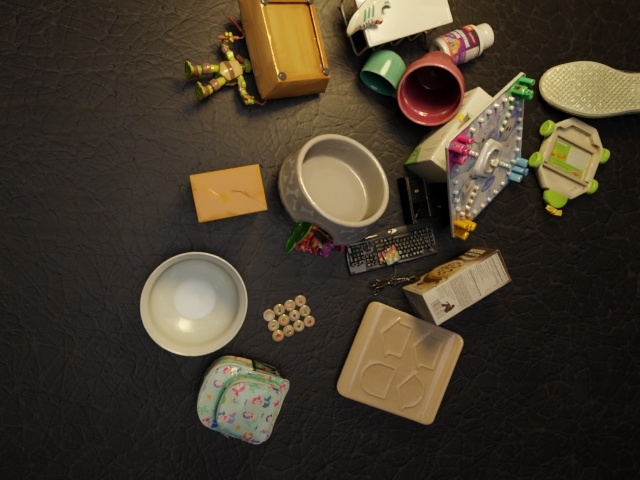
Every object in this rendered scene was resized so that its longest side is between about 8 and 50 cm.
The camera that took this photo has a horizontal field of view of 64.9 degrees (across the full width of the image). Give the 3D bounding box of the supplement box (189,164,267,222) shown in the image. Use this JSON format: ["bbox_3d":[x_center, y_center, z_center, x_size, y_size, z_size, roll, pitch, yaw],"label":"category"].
[{"bbox_3d":[-0.270,-0.133,1.453,0.191,0.194,0.129,-12,96,-12],"label":"supplement box"}]

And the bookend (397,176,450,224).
[{"bbox_3d":[0.350,-0.143,1.661,0.157,0.072,0.157,-11,95,-13],"label":"bookend"}]

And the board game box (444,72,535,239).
[{"bbox_3d":[0.531,-0.247,1.555,0.390,0.050,0.390,-42,140,-21],"label":"board game box"}]

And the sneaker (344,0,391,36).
[{"bbox_3d":[0.137,-0.628,1.417,0.075,0.057,0.161,38,83,-7],"label":"sneaker"}]

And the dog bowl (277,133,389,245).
[{"bbox_3d":[0.051,-0.163,1.506,0.348,0.102,0.349,11,63,-23],"label":"dog bowl"}]

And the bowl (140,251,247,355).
[{"bbox_3d":[-0.368,0.178,1.479,0.297,0.134,0.298,-1,92,-13],"label":"bowl"}]

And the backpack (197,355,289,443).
[{"bbox_3d":[-0.241,0.472,1.506,0.253,0.191,0.225,23,89,-8],"label":"backpack"}]

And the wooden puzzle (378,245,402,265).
[{"bbox_3d":[0.231,0.050,1.648,0.083,0.006,0.049,-27,93,-12],"label":"wooden puzzle"}]

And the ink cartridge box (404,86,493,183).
[{"bbox_3d":[0.421,-0.327,1.600,0.117,0.201,0.278,36,85,-14],"label":"ink cartridge box"}]

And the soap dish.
[{"bbox_3d":[-0.098,-0.576,1.479,0.228,0.118,0.291,-17,96,-33],"label":"soap dish"}]

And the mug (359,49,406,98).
[{"bbox_3d":[0.205,-0.530,1.588,0.129,0.158,0.098,27,86,20],"label":"mug"}]

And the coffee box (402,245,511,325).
[{"bbox_3d":[0.444,0.142,1.650,0.297,0.168,0.119,-29,99,-11],"label":"coffee box"}]

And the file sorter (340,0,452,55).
[{"bbox_3d":[0.222,-0.705,1.549,0.277,0.173,0.193,-20,98,-11],"label":"file sorter"}]

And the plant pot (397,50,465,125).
[{"bbox_3d":[0.347,-0.487,1.554,0.201,0.201,0.180,33,45,-13],"label":"plant pot"}]

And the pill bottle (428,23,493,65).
[{"bbox_3d":[0.462,-0.636,1.642,0.193,0.108,0.108,-25,98,-11],"label":"pill bottle"}]

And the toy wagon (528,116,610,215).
[{"bbox_3d":[0.861,-0.254,1.778,0.267,0.068,0.345,22,89,-13],"label":"toy wagon"}]

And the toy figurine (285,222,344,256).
[{"bbox_3d":[0.000,0.000,1.578,0.159,0.130,0.173,29,108,-22],"label":"toy figurine"}]

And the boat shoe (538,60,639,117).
[{"bbox_3d":[1.001,-0.516,1.758,0.499,0.156,0.187,2,98,-2],"label":"boat shoe"}]

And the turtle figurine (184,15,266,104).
[{"bbox_3d":[-0.285,-0.508,1.483,0.217,0.087,0.270,-26,103,-28],"label":"turtle figurine"}]

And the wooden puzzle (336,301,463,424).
[{"bbox_3d":[0.260,0.405,1.672,0.347,0.080,0.323,23,87,-9],"label":"wooden puzzle"}]

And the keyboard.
[{"bbox_3d":[0.244,0.063,1.670,0.316,0.033,0.202,-14,96,-11],"label":"keyboard"}]

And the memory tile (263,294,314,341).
[{"bbox_3d":[-0.100,0.248,1.608,0.147,0.012,0.113,-23,98,-11],"label":"memory tile"}]
